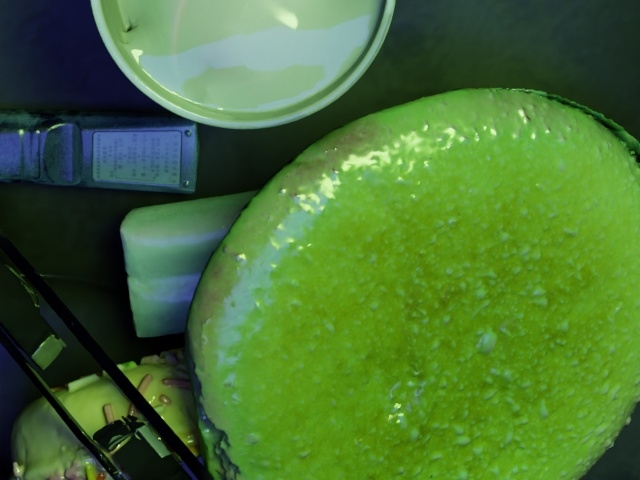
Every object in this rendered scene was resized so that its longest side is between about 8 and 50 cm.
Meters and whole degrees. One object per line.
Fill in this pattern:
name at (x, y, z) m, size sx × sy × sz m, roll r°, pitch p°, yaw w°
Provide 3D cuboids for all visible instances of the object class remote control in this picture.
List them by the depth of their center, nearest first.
remote control at (-0.142, -0.048, 0.889) m, size 0.153 × 0.027 × 0.043 m, roll 1°, pitch 106°, yaw -4°

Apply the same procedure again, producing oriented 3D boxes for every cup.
cup at (-0.019, -0.150, 0.779) m, size 0.173 × 0.142 × 0.134 m, roll -35°, pitch 110°, yaw 15°

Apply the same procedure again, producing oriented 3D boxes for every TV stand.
TV stand at (-0.140, 0.056, 0.862) m, size 0.042 × 0.036 × 0.249 m, roll -41°, pitch 74°, yaw -6°

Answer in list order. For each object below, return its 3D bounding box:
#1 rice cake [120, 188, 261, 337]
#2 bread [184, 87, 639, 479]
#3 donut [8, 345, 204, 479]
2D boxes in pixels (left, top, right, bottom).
rice cake at (-0.001, 0.001, 0.905) m, size 0.222 × 0.042 × 0.080 m, roll -9°, pitch 120°, yaw 3°
bread at (0.069, 0.060, 0.880) m, size 0.301 × 0.045 × 0.301 m, roll -12°, pitch 121°, yaw -21°
donut at (-0.107, 0.102, 0.919) m, size 0.166 × 0.108 × 0.065 m, roll -18°, pitch 83°, yaw 12°
